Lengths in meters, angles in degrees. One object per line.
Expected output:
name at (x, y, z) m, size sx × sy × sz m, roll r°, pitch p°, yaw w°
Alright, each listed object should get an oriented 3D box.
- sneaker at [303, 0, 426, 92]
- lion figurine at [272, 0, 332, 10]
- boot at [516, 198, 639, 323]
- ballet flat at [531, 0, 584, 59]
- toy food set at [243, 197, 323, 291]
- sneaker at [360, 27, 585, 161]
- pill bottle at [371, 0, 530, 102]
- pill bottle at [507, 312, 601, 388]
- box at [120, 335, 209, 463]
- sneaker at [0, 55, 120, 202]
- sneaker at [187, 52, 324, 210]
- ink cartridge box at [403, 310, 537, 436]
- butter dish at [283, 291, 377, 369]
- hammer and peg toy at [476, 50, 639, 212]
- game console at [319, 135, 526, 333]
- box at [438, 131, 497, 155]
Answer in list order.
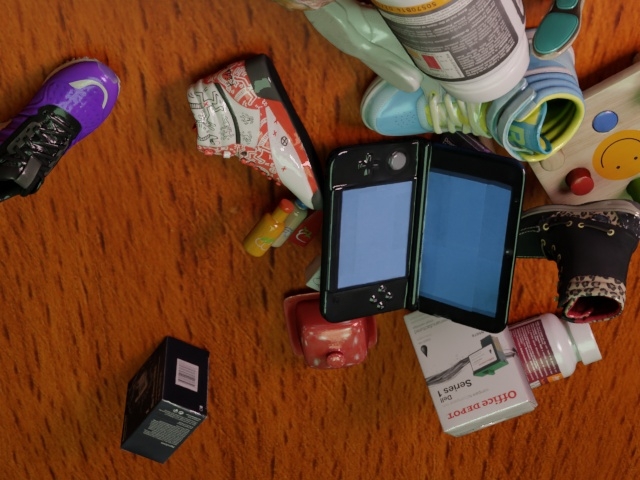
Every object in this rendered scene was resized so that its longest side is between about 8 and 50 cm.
sneaker at (0.069, -0.301, 1.349) m, size 0.212 × 0.080 × 0.094 m, roll 36°, pitch 80°, yaw -11°
lion figurine at (-0.008, -0.428, 1.014) m, size 0.240 × 0.142 × 0.392 m, roll 11°, pitch 128°, yaw -31°
boot at (0.354, 0.035, 1.432) m, size 0.236 × 0.178 × 0.085 m, roll -11°, pitch 134°, yaw 40°
ballet flat at (0.330, -0.294, 1.320) m, size 0.057 × 0.168 × 0.052 m, roll 14°, pitch 151°, yaw 25°
toy food set at (0.000, 0.000, 1.563) m, size 0.232 × 0.111 × 0.104 m, roll 27°, pitch 123°, yaw -22°
sneaker at (0.216, -0.182, 1.366) m, size 0.319 × 0.208 × 0.127 m, roll -17°, pitch 132°, yaw 9°
pill bottle at (0.163, -0.293, 1.211) m, size 0.162 × 0.162 × 0.278 m, roll -25°, pitch 149°, yaw 15°
pill bottle at (0.385, 0.203, 1.766) m, size 0.221 × 0.121 × 0.121 m, roll -21°, pitch 129°, yaw 12°
box at (-0.278, 0.286, 1.752) m, size 0.093 × 0.156 × 0.158 m, roll 26°, pitch 124°, yaw -24°
sneaker at (-0.400, -0.135, 1.389) m, size 0.293 × 0.146 × 0.102 m, roll -33°, pitch 125°, yaw 22°
sneaker at (-0.097, -0.141, 1.452) m, size 0.145 × 0.090 × 0.270 m, roll -18°, pitch 126°, yaw 11°
ink cartridge box at (0.259, 0.210, 1.690) m, size 0.160 × 0.219 × 0.092 m, roll -24°, pitch 158°, yaw 14°
butter dish at (0.023, 0.173, 1.709) m, size 0.160 × 0.118 × 0.160 m, roll -8°, pitch 130°, yaw 0°
hammer and peg toy at (0.406, -0.115, 1.493) m, size 0.361 × 0.127 × 0.266 m, roll -27°, pitch 127°, yaw 17°
game console at (0.148, 0.006, 1.481) m, size 0.250 × 0.173 × 0.293 m, roll -10°, pitch 116°, yaw -26°
box at (0.212, -0.086, 1.520) m, size 0.116 × 0.029 × 0.162 m, roll 42°, pitch 130°, yaw 18°
